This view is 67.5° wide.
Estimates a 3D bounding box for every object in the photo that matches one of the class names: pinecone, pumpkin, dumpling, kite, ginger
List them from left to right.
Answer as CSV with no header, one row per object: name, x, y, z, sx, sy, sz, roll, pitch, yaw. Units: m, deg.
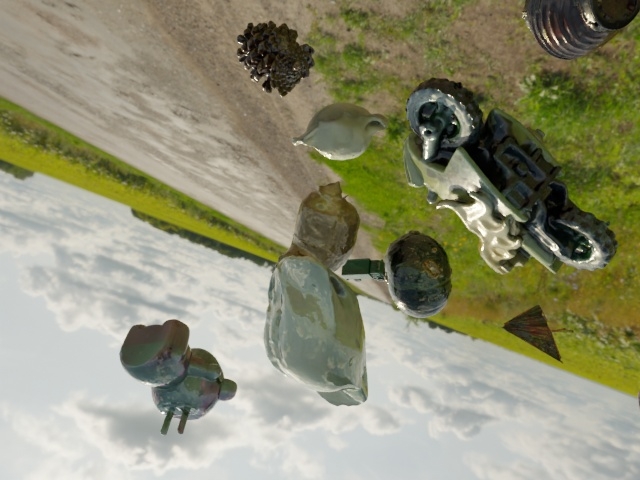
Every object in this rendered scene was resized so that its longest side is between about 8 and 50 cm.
pinecone,-0.135,-0.513,1.318,0.186,0.168,0.212,-23,-110,-48
dumpling,-0.015,0.112,0.596,0.151,0.228,0.124,9,-151,35
ginger,0.000,0.000,1.044,0.138,0.267,0.152,27,-172,22
dumpling,0.052,-0.292,1.264,0.258,0.147,0.193,-13,-157,3
pumpkin,0.216,0.076,1.061,0.146,0.190,0.190,-24,168,6
kite,0.576,0.244,1.267,0.184,0.014,0.241,0,-153,5

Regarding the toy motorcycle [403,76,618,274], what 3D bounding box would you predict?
toy motorcycle,0.290,-0.091,0.814,0.410,0.168,0.237,43,167,0

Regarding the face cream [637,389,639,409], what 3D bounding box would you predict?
face cream,0.907,0.410,1.118,0.073,0.107,0.269,-27,-171,-40

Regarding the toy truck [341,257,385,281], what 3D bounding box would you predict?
toy truck,0.155,0.101,1.637,0.147,0.065,0.079,-3,156,24

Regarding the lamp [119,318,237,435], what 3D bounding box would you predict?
lamp,-0.386,0.373,1.272,0.247,0.247,0.301,-13,132,17

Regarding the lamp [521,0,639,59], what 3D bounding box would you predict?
lamp,0.563,-0.522,1.047,0.247,0.246,0.247,21,175,2

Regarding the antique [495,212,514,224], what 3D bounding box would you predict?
antique,0.478,-0.077,1.239,0.257,0.121,0.143,23,-173,-32
